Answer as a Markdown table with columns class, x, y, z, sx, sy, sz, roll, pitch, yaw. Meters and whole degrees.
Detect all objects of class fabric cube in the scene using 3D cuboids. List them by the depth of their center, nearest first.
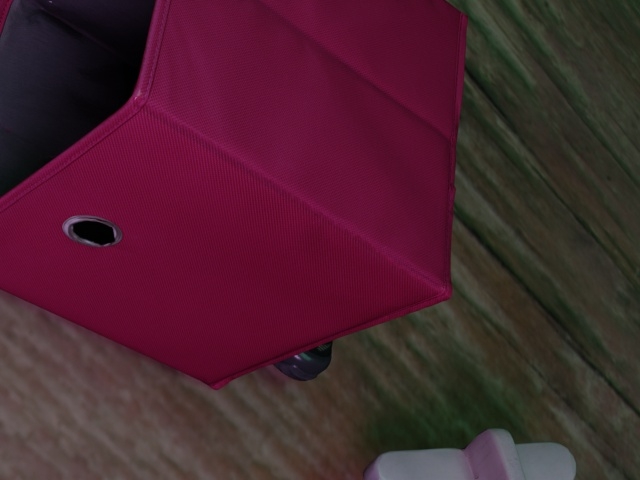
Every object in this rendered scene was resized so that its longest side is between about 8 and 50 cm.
| class | x | y | z | sx | sy | sz | roll | pitch | yaw |
| --- | --- | --- | --- | --- | --- | --- | --- | --- | --- |
| fabric cube | -0.079 | -0.079 | 0.830 | 0.258 | 0.254 | 0.259 | 32 | 50 | -33 |

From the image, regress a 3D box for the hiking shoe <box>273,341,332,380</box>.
| class | x | y | z | sx | sy | sz | roll | pitch | yaw |
| --- | --- | --- | --- | --- | --- | --- | --- | --- | --- |
| hiking shoe | 0.000 | 0.000 | 0.971 | 0.086 | 0.114 | 0.227 | 24 | 55 | -35 |

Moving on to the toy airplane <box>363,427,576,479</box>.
| class | x | y | z | sx | sy | sz | roll | pitch | yaw |
| --- | --- | --- | --- | --- | --- | --- | --- | --- | --- |
| toy airplane | 0.147 | 0.334 | 0.884 | 0.386 | 0.272 | 0.384 | 25 | 31 | 11 |
